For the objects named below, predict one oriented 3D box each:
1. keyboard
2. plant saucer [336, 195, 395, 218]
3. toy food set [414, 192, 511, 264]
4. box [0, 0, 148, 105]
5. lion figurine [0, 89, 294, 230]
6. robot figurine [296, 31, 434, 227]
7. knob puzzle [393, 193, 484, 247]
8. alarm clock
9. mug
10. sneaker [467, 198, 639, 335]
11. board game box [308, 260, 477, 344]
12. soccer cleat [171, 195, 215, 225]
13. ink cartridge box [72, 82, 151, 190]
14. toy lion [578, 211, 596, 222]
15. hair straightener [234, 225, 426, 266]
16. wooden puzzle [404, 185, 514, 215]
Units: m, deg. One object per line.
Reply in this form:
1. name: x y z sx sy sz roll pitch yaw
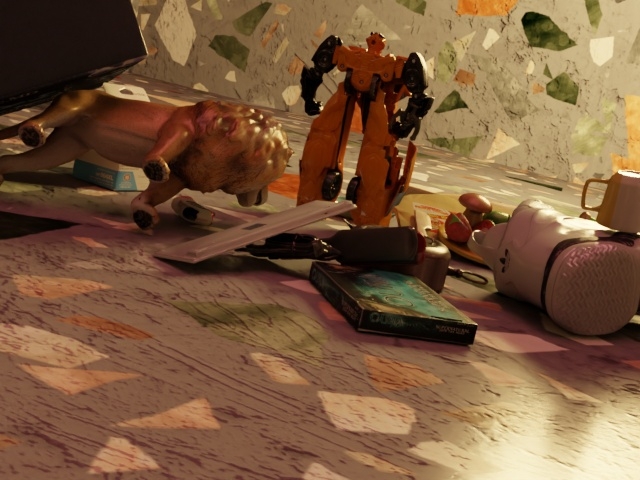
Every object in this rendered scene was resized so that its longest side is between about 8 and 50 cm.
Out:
1. keyboard: -0.069 -0.013 1.233 0.256 0.014 0.072 -19 13 -42
2. plant saucer: 0.064 -0.048 1.736 0.119 0.021 0.119 11 10 -2
3. toy food set: 0.246 -0.018 1.562 0.217 0.071 0.128 18 24 3
4. box: -0.433 -0.285 1.450 0.293 0.212 0.395 -20 8 -18
5. lion figurine: -0.243 -0.131 1.365 0.392 0.142 0.240 20 36 9
6. robot figurine: 0.059 -0.162 1.593 0.211 0.291 0.085 17 12 23
7. knob puzzle: 0.197 -0.022 1.666 0.213 0.030 0.213 13 24 -6
8. alarm clock: 0.112 0.024 1.312 0.192 0.064 0.129 16 10 3
9. mug: 0.352 -0.048 1.259 0.078 0.064 0.062 3 18 -8
10. sneaker: 0.362 0.026 1.352 0.365 0.137 0.210 0 18 -36
11. board game box: 0.071 0.063 1.138 0.126 0.026 0.186 9 11 -18
12. soccer cleat: -0.174 -0.040 1.412 0.083 0.029 0.035 27 13 40
13. ink cartridge box: -0.286 -0.151 1.555 0.090 0.143 0.092 18 13 32
14. toy lion: 0.347 0.013 1.481 0.034 0.096 0.100 26 51 -16
15. hair straightener: 0.000 0.000 1.225 0.230 0.047 0.089 4 -7 17
16. wooden puzzle: 0.278 -0.051 1.956 0.221 0.044 0.238 21 9 42
